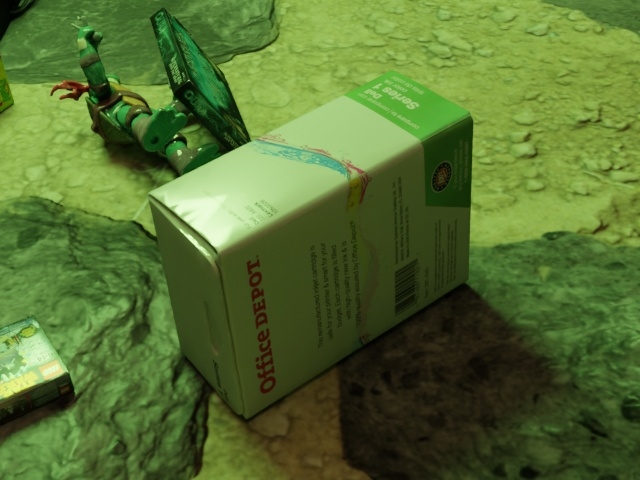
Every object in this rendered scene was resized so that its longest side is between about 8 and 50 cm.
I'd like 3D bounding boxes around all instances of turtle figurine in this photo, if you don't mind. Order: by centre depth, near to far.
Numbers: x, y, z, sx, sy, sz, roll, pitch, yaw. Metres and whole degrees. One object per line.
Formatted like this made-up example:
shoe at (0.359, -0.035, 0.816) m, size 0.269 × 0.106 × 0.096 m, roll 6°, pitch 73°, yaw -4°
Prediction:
turtle figurine at (-0.215, -0.161, 1.244) m, size 0.175 × 0.118 × 0.234 m, roll 16°, pitch 22°, yaw -47°

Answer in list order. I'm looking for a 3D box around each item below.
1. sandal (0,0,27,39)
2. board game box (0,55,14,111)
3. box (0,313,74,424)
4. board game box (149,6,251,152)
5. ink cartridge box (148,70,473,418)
sandal at (-0.438, -0.367, 1.518) m, size 0.054 × 0.097 × 0.255 m, roll 0°, pitch 51°, yaw 6°
board game box at (-0.478, -0.227, 1.351) m, size 0.181 × 0.092 × 0.043 m, roll 21°, pitch 46°, yaw 26°
box at (-0.307, 0.129, 0.974) m, size 0.137 × 0.027 × 0.094 m, roll -25°, pitch 46°, yaw -23°
board game box at (-0.140, -0.185, 1.252) m, size 0.026 × 0.126 × 0.186 m, roll -36°, pitch 40°, yaw 10°
ink cartridge box at (0.000, 0.000, 0.966) m, size 0.278 × 0.201 × 0.117 m, roll -29°, pitch 46°, yaw -26°
